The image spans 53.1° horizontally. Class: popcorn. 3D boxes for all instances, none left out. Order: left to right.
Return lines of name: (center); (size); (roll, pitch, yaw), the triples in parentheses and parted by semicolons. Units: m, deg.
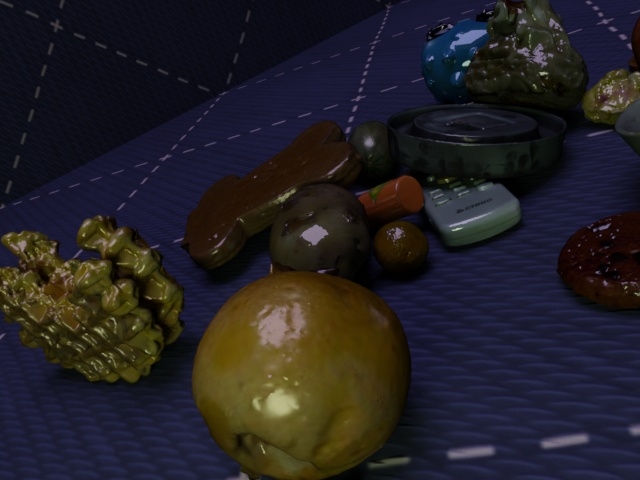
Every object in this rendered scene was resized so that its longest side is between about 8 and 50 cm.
popcorn: (0.542, -0.256, 1.179); (0.109, 0.089, 0.097); (-23, 60, 19)

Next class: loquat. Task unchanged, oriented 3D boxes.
loquat: (-0.016, 0.133, 0.695); (0.243, 0.244, 0.244); (-18, 26, 9)

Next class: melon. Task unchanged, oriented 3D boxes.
melon: (0.111, -0.192, 1.354); (0.114, 0.114, 0.167); (-16, 29, 13)

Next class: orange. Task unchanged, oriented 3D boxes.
orange: (0.123, 0.009, 0.993); (0.085, 0.085, 0.095); (-25, 14, -5)

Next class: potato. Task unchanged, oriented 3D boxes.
potato: (0.000, 0.000, 1.028); (0.164, 0.165, 0.262); (-18, 23, 8)

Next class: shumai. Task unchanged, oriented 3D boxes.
shumai: (0.415, -0.369, 1.272); (0.189, 0.218, 0.255); (-4, 9, -37)

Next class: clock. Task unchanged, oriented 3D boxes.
clock: (0.280, -0.190, 1.170); (0.318, 0.066, 0.319); (-3, 24, 1)

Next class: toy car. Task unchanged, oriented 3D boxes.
toy car: (0.358, -0.417, 1.514); (0.255, 0.189, 0.190); (-8, 37, 21)

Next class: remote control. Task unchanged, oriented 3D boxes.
remote control: (0.234, -0.079, 1.106); (0.140, 0.056, 0.296); (-22, 25, 4)

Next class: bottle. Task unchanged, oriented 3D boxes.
bottle: (0.096, -0.057, 1.130); (0.187, 0.069, 0.069); (-22, 17, 50)

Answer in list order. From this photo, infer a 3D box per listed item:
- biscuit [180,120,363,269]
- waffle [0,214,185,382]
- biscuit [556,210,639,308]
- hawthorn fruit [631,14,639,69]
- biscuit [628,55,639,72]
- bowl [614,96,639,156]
biscuit: (-0.104, -0.095, 1.313); (0.394, 0.076, 0.368); (-33, 24, 6)
waffle: (-0.362, 0.094, 1.007); (0.324, 0.261, 0.151); (-5, 38, 37)
biscuit: (0.394, 0.021, 0.799); (0.192, 0.049, 0.192); (-21, 19, 8)
hawthorn fruit: (0.684, -0.371, 1.197); (0.169, 0.169, 0.188); (-22, 29, 0)
biscuit: (0.743, -0.394, 1.345); (0.175, 0.026, 0.124); (-10, 29, 25)
bowl: (0.569, -0.160, 0.860); (0.289, 0.146, 0.289); (-32, 9, 6)
